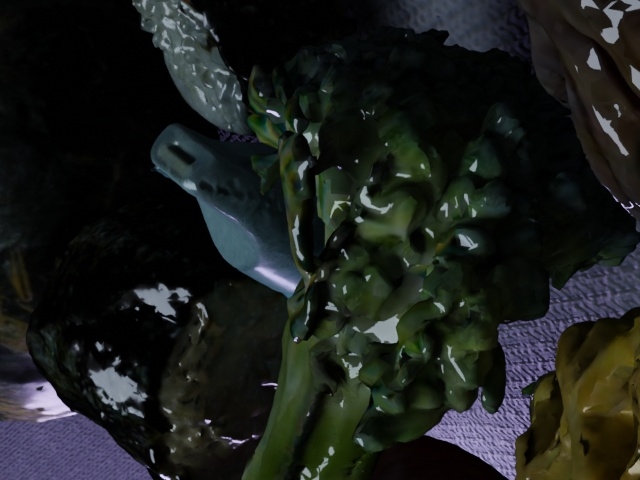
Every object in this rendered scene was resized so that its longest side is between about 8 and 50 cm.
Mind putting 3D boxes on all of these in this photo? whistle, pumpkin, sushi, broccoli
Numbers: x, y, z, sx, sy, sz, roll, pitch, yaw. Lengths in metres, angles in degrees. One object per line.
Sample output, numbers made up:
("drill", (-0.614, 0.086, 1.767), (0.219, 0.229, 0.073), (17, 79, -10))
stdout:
("whistle", (0.000, 0.000, 0.804), (0.186, 0.093, 0.274), (43, -172, 39))
("pumpkin", (-0.269, -0.064, 1.133), (0.454, 0.344, 0.454), (52, 155, 37))
("sushi", (-0.057, 0.105, 0.993), (0.171, 0.211, 0.350), (34, 171, 36))
("broccoli", (0.039, 0.047, 0.603), (0.198, 0.177, 0.274), (-135, 56, -64))
("sushi", (-0.049, -0.166, 0.751), (0.147, 0.115, 0.212), (38, 156, 54))

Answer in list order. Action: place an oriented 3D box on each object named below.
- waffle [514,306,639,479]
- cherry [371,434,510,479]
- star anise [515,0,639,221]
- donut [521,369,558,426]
("waffle", (0.137, 0.199, 0.486), (0.382, 0.095, 0.379), (161, 114, -82))
("cherry", (0.034, 0.294, 0.812), (0.326, 0.291, 0.335), (-39, 76, 49))
("star anise", (0.108, -0.111, 0.441), (0.315, 0.108, 0.315), (48, 163, 20))
("donut", (0.183, 0.136, 0.730), (0.174, 0.068, 0.174), (51, 164, 20))
